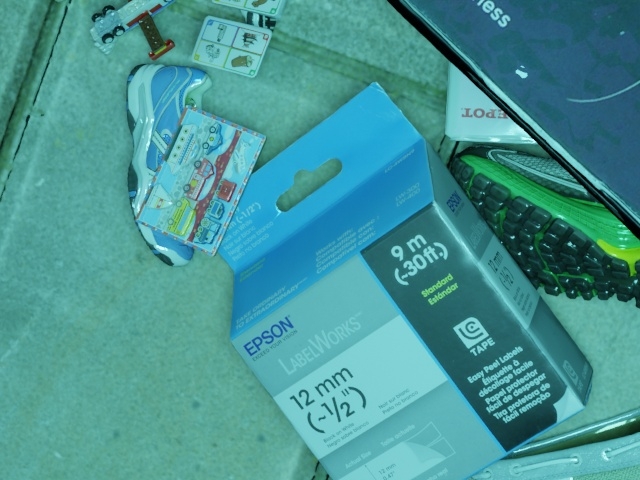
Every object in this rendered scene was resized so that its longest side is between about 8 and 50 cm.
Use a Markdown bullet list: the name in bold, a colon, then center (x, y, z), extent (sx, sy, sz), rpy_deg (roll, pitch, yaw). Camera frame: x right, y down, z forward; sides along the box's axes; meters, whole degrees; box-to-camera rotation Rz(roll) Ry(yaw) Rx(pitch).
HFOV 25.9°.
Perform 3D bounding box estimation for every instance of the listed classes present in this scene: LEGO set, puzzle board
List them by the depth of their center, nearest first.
- **puzzle board**: center (-0.119, -0.060, 1.365), extent (0.096, 0.011, 0.128), rpy_deg (23, 88, 22)
- **LEGO set**: center (-0.133, -0.266, 1.416), extent (0.244, 0.060, 0.182), rpy_deg (16, 83, 24)

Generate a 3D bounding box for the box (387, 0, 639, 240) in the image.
- **box**: center (0.346, -0.232, 1.064), extent (0.472, 0.297, 0.480), rpy_deg (-46, 76, 8)

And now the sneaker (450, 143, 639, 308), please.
- **sneaker**: center (0.284, -0.019, 1.312), extent (0.343, 0.134, 0.146), rpy_deg (21, 60, 19)

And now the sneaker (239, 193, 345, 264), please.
- **sneaker**: center (0.000, 0.000, 1.403), extent (0.162, 0.063, 0.073), rpy_deg (-32, 94, 21)

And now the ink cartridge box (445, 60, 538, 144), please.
- **ink cartridge box**: center (0.202, -0.194, 1.328), extent (0.153, 0.087, 0.208), rpy_deg (4, 92, 13)

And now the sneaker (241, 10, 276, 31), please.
- **sneaker**: center (-0.073, -0.253, 1.421), extent (0.044, 0.040, 0.109), rpy_deg (-7, 84, 23)

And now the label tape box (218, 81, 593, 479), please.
- **label tape box**: center (0.054, 0.066, 1.312), extent (0.249, 0.115, 0.347), rpy_deg (-35, 96, 22)

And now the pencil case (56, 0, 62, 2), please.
- **pencil case**: center (-0.271, -0.459, 1.397), extent (0.183, 0.160, 0.410), rpy_deg (22, 97, -1)

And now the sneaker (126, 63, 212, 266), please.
- **sneaker**: center (-0.147, -0.078, 1.418), extent (0.081, 0.080, 0.211), rpy_deg (-5, 92, 17)

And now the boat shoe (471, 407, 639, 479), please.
- **boat shoe**: center (0.295, 0.184, 1.304), extent (0.320, 0.118, 0.103), rpy_deg (-32, 89, 19)
